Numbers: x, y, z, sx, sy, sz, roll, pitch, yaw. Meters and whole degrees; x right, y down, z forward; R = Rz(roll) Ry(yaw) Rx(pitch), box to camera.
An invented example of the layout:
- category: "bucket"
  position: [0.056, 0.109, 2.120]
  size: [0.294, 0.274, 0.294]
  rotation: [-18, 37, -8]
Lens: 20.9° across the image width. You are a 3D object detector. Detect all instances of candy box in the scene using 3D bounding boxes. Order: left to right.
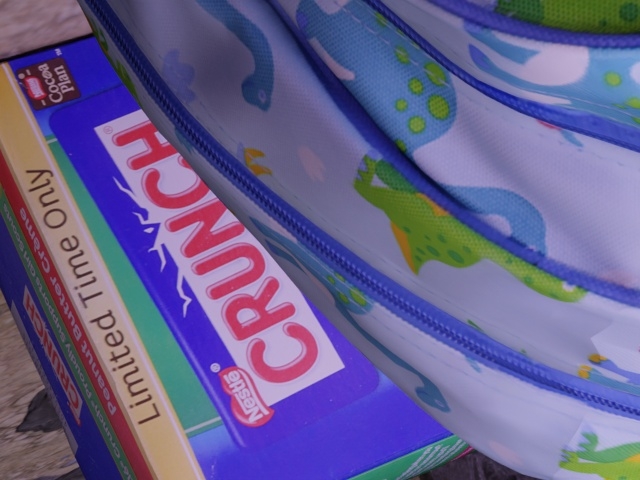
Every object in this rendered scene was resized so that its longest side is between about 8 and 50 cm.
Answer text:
- category: "candy box"
  position: [0.000, 0.000, 0.927]
  size: [0.317, 0.268, 0.122]
  rotation: [-20, 162, -23]

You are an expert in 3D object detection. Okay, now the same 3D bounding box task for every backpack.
- category: "backpack"
  position: [0.061, -0.107, 0.454]
  size: [0.290, 0.355, 0.273]
  rotation: [-21, 165, -16]
